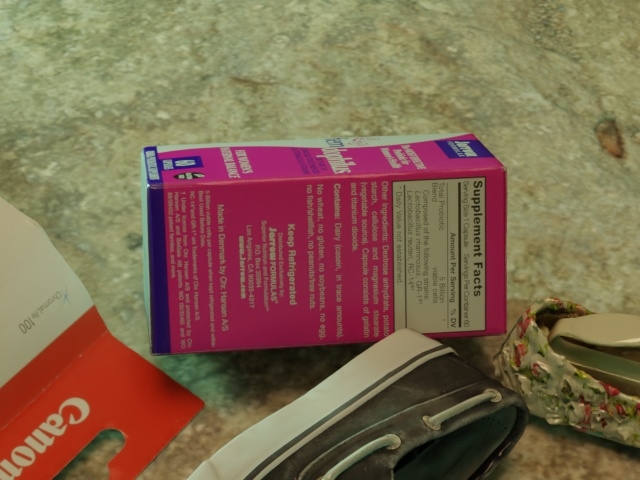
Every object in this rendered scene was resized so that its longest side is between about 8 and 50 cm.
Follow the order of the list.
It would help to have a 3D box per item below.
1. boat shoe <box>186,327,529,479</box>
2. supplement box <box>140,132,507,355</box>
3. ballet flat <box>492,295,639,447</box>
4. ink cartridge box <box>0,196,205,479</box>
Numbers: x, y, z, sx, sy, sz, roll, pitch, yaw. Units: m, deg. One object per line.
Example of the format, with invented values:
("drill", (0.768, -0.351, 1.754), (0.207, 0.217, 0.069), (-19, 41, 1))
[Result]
("boat shoe", (0.008, 0.155, 1.029), (0.102, 0.108, 0.301), (26, 39, 28))
("supplement box", (0.000, 0.000, 1.175), (0.220, 0.114, 0.111), (-2, 15, -7))
("ballet flat", (0.222, 0.090, 1.129), (0.241, 0.077, 0.091), (11, 40, 10))
("ink cartridge box", (-0.207, 0.069, 1.111), (0.232, 0.066, 0.189), (31, 47, 16))
